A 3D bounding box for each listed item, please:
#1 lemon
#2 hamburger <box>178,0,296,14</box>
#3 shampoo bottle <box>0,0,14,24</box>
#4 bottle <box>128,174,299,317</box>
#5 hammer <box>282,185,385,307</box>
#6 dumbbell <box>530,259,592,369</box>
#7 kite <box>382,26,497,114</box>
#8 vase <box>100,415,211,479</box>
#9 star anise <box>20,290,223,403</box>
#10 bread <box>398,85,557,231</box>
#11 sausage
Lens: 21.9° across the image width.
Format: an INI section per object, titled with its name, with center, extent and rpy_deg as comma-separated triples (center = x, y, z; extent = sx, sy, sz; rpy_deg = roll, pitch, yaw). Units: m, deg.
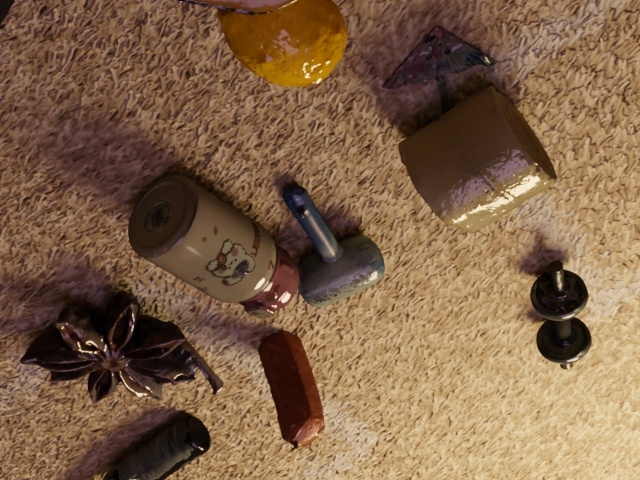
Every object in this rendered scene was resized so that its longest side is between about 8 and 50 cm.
[lemon]
center = -0.041, -0.223, 1.749
extent = 0.155, 0.114, 0.114
rpy_deg = 22, 127, -30
[hamburger]
center = -0.092, -0.310, 1.621
extent = 0.210, 0.116, 0.173
rpy_deg = 7, 137, -17
[shampoo bottle]
center = -0.360, -0.245, 1.639
extent = 0.098, 0.071, 0.309
rpy_deg = 11, 135, -34
[bottle]
center = -0.119, 0.015, 2.005
extent = 0.110, 0.110, 0.233
rpy_deg = -35, 138, 20
[hammer]
center = 0.000, 0.000, 2.075
extent = 0.116, 0.069, 0.194
rpy_deg = -24, 133, 9
[dumbbell]
center = 0.335, 0.107, 2.306
extent = 0.082, 0.081, 0.254
rpy_deg = -17, 143, -1
[kite]
center = 0.139, -0.194, 1.934
extent = 0.139, 0.011, 0.156
rpy_deg = -13, 140, 0
[vase]
center = -0.251, 0.324, 2.360
extent = 0.211, 0.060, 0.060
rpy_deg = -34, 138, 22
[star anise]
center = -0.251, 0.143, 2.128
extent = 0.262, 0.081, 0.230
rpy_deg = 8, 135, -13
[bread]
center = 0.188, -0.091, 1.972
extent = 0.141, 0.134, 0.148
rpy_deg = -33, 143, 19
[sausage]
center = -0.036, 0.205, 2.211
extent = 0.065, 0.169, 0.065
rpy_deg = -12, 143, -9
